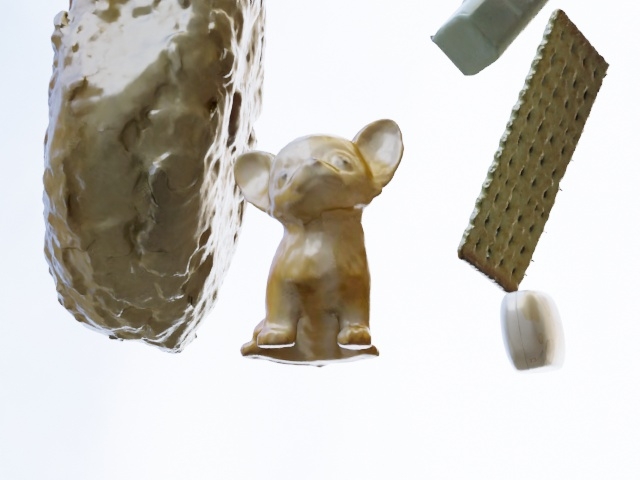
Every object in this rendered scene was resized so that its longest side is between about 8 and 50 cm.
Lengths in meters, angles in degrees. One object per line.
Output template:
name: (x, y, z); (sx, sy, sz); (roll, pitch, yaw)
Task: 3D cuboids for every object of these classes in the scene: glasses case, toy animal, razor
glasses case: (0.166, 0.072, 1.518); (0.164, 0.041, 0.063); (18, -117, -75)
toy animal: (0.000, 0.000, 0.676); (0.081, 0.060, 0.083); (51, -142, -76)
razor: (0.132, -0.164, 0.970); (0.111, 0.056, 0.278); (47, -138, -7)

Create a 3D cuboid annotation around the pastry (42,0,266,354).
pastry: (-0.118, -0.078, 1.366); (0.329, 0.136, 0.329); (8, -90, -86)

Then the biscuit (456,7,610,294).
biscuit: (0.185, -0.072, 1.679); (0.139, 0.016, 0.231); (34, -105, -58)
